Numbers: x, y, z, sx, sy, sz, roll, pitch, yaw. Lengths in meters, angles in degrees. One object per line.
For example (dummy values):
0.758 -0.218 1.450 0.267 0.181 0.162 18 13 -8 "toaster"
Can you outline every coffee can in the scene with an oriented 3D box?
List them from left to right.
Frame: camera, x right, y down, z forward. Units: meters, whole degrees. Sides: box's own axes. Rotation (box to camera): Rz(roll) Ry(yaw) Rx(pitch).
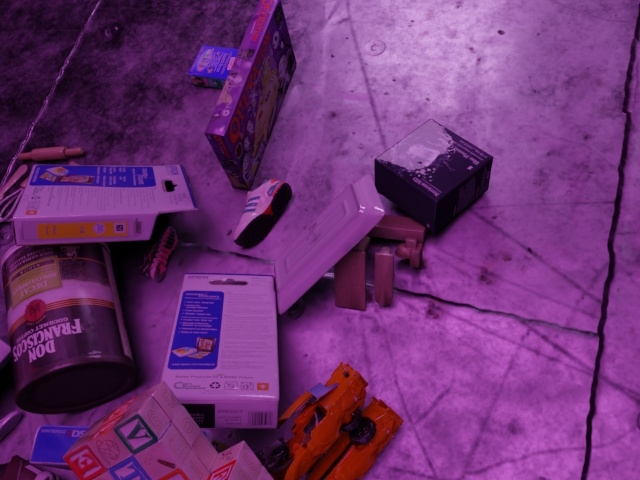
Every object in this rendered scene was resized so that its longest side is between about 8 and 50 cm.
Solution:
-0.465 0.149 1.188 0.202 0.201 0.275 -24 60 1 "coffee can"

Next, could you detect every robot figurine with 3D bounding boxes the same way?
-0.013 0.342 1.007 0.291 0.211 0.085 -45 29 -10 "robot figurine"

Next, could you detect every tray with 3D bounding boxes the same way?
0.000 0.000 1.153 0.270 0.030 0.145 -45 28 21 "tray"

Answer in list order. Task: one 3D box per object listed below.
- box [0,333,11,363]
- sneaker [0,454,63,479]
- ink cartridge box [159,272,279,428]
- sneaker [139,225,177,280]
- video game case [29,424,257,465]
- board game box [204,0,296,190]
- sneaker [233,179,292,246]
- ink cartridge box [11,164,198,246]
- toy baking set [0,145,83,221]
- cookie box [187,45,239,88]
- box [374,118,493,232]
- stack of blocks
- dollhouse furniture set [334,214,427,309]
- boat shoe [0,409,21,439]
-0.642 0.260 1.210 0.038 0.145 0.186 42 76 -9 "box"
-0.582 0.499 1.106 0.163 0.106 0.281 22 60 27 "sneaker"
-0.162 0.168 1.091 0.176 0.069 0.371 2 28 -6 "ink cartridge box"
-0.333 0.023 1.314 0.057 0.047 0.119 4 63 28 "sneaker"
-0.262 0.341 1.018 0.270 0.244 0.061 -1 64 12 "video game case"
-0.134 -0.302 1.335 0.056 0.208 0.346 10 67 18 "board game box"
-0.129 -0.059 1.306 0.075 0.057 0.161 26 72 41 "sneaker"
-0.410 -0.078 1.258 0.308 0.072 0.303 0 22 -17 "ink cartridge box"
-0.649 -0.129 1.468 0.256 0.030 0.196 1 64 14 "toy baking set"
-0.239 -0.402 1.504 0.107 0.040 0.091 12 67 19 "cookie box"
0.209 -0.123 1.209 0.158 0.093 0.156 -37 58 -22 "box"
-0.162 0.333 0.831 0.171 0.087 0.297 -33 98 14 "stack of blocks"
0.116 0.041 1.206 0.144 0.123 0.151 7 31 16 "dollhouse furniture set"
-0.607 0.353 1.214 0.035 0.035 0.100 38 84 23 "boat shoe"
